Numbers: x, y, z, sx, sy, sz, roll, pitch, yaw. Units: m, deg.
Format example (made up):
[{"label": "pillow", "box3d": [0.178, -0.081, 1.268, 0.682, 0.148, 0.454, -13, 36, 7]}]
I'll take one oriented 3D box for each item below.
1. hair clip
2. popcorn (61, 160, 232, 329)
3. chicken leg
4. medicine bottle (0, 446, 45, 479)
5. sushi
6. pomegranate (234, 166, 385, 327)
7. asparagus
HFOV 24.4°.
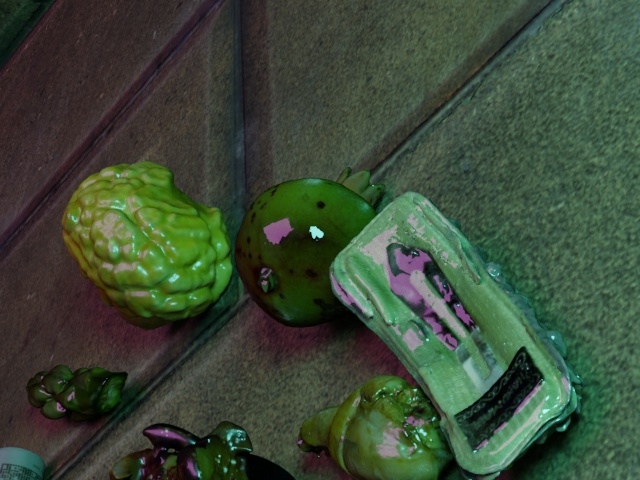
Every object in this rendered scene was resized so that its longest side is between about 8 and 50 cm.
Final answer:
[{"label": "hair clip", "box3d": [0.125, 0.084, 1.284, 0.138, 0.091, 0.321, -45, 42, 10]}, {"label": "popcorn", "box3d": [-0.216, 0.021, 1.818, 0.200, 0.226, 0.203, -66, -11, -52]}, {"label": "chicken leg", "box3d": [0.048, 0.172, 1.347, 0.228, 0.088, 0.103, 2, 77, 66]}, {"label": "medicine bottle", "box3d": [-0.417, 0.352, 1.967, 0.079, 0.079, 0.140, -34, 39, 43]}, {"label": "sushi", "box3d": [-0.112, 0.284, 1.412, 0.212, 0.215, 0.227, -65, 7, -16]}, {"label": "pomegranate", "box3d": [0.000, 0.000, 1.524, 0.159, 0.159, 0.205, -28, 16, 47]}, {"label": "asparagus", "box3d": [-0.328, 0.204, 1.960, 0.287, 0.080, 0.080, -2, 64, 56]}]
